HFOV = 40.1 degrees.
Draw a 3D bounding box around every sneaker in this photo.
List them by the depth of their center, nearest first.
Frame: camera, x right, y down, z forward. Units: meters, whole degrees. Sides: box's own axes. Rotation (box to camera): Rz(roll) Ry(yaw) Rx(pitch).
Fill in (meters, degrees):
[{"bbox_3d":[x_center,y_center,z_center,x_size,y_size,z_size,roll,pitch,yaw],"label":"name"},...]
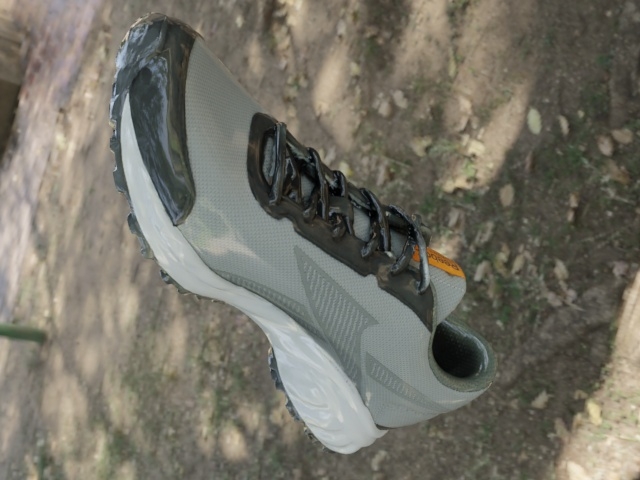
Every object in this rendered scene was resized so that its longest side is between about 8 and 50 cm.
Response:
[{"bbox_3d":[0.000,0.000,0.412,0.107,0.271,0.100,-18,43,22],"label":"sneaker"}]
